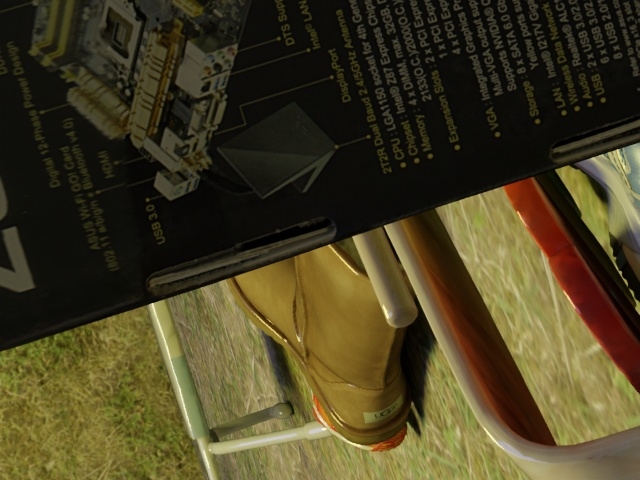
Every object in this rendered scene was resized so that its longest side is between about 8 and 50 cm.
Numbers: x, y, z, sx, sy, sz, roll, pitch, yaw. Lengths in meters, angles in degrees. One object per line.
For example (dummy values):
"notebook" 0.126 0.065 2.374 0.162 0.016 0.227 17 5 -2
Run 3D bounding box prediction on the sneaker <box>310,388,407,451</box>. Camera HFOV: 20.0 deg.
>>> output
"sneaker" 0.016 0.093 1.405 0.067 0.064 0.175 96 152 -42

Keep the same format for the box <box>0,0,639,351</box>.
"box" -0.029 -0.194 0.522 0.097 0.318 0.395 176 75 -78

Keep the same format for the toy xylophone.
"toy xylophone" 0.073 -0.008 0.743 0.236 0.081 0.323 42 -162 -57

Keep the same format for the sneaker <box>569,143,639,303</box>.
"sneaker" 0.124 -0.058 0.659 0.211 0.080 0.081 59 149 32

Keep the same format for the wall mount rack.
"wall mount rack" -0.092 0.094 1.778 0.304 0.130 0.350 168 83 -82

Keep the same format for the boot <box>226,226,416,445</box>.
"boot" 0.000 0.000 1.272 0.236 0.089 0.269 51 163 25
